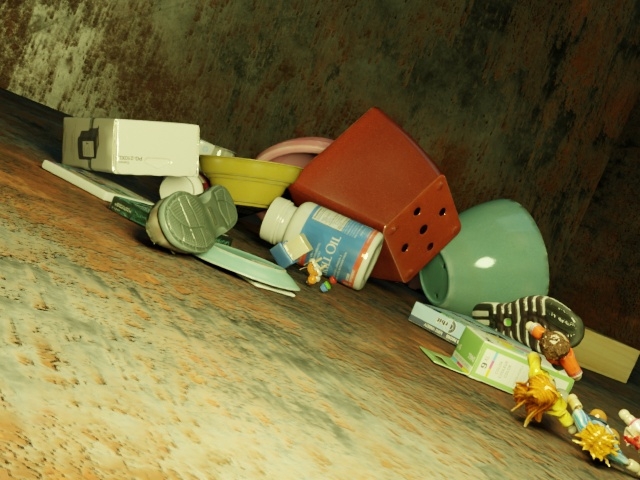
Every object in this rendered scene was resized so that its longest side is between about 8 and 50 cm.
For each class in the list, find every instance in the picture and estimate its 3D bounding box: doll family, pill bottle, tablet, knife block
[{"bbox_3d":[0.330,0.221,1.320,0.263,0.118,0.163,43,4,17],"label":"doll family"},{"bbox_3d":[-0.267,-0.096,2.069,0.086,0.086,0.152,24,5,4],"label":"pill bottle"},{"bbox_3d":[-0.082,0.066,1.574,0.083,0.006,0.054,20,5,-45],"label":"tablet"},{"bbox_3d":[0.586,0.238,2.448,0.276,0.088,0.242,25,5,22],"label":"knife block"},{"bbox_3d":[0.000,0.000,2.042,0.222,0.124,0.124,23,4,10],"label":"pill bottle"}]

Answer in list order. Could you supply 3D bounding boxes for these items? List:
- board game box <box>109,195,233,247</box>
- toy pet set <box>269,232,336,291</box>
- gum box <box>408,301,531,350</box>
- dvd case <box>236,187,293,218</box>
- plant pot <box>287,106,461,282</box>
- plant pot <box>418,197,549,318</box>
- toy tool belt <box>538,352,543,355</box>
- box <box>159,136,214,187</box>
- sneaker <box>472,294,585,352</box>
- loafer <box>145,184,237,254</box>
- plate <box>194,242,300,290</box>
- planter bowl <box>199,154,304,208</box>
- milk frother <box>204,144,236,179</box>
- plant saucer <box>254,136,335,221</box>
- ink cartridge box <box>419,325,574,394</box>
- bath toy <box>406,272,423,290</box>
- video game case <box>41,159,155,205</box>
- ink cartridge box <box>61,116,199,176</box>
[{"bbox_3d":[-0.242,-0.027,1.731,0.126,0.026,0.186,25,5,28],"label":"board game box"},{"bbox_3d":[-0.035,0.049,1.834,0.114,0.065,0.122,58,10,2],"label":"toy pet set"},{"bbox_3d":[0.273,0.171,1.917,0.157,0.041,0.184,28,6,40],"label":"gum box"},{"bbox_3d":[-0.117,-0.096,2.296,0.239,0.029,0.179,-17,-8,16],"label":"dvd case"},{"bbox_3d":[0.135,-0.068,2.197,0.236,0.267,0.267,34,-21,41],"label":"plant pot"},{"bbox_3d":[0.330,0.062,2.287,0.196,0.290,0.290,-7,17,-24],"label":"plant pot"},{"bbox_3d":[0.458,0.240,2.073,0.083,0.052,0.051,27,-34,-2],"label":"toy tool belt"},{"bbox_3d":[-0.295,-0.161,2.320,0.038,0.145,0.186,20,4,-22],"label":"box"},{"bbox_3d":[0.434,0.152,2.016,0.163,0.106,0.281,0,2,-32],"label":"sneaker"},{"bbox_3d":[-0.202,-0.023,1.559,0.084,0.096,0.267,-19,3,17],"label":"loafer"},{"bbox_3d":[-0.115,0.034,1.607,0.188,0.024,0.188,20,2,-1],"label":"plate"},{"bbox_3d":[-0.145,-0.112,2.088,0.217,0.090,0.217,8,0,0],"label":"planter bowl"},{"bbox_3d":[-0.231,-0.139,2.415,0.129,0.134,0.143,19,-2,-3],"label":"milk frother"},{"bbox_3d":[-0.006,-0.123,2.438,0.332,0.084,0.332,8,-39,7],"label":"plant saucer"},{"bbox_3d":[0.264,0.182,1.586,0.209,0.062,0.109,22,5,-9],"label":"ink cartridge box"},{"bbox_3d":[0.251,0.062,2.593,0.348,0.129,0.151,22,4,-23],"label":"bath toy"},{"bbox_3d":[-0.389,-0.095,1.857,0.157,0.019,0.143,26,6,28],"label":"video game case"},{"bbox_3d":[-0.354,-0.175,1.955,0.172,0.100,0.237,0,7,-36],"label":"ink cartridge box"}]
